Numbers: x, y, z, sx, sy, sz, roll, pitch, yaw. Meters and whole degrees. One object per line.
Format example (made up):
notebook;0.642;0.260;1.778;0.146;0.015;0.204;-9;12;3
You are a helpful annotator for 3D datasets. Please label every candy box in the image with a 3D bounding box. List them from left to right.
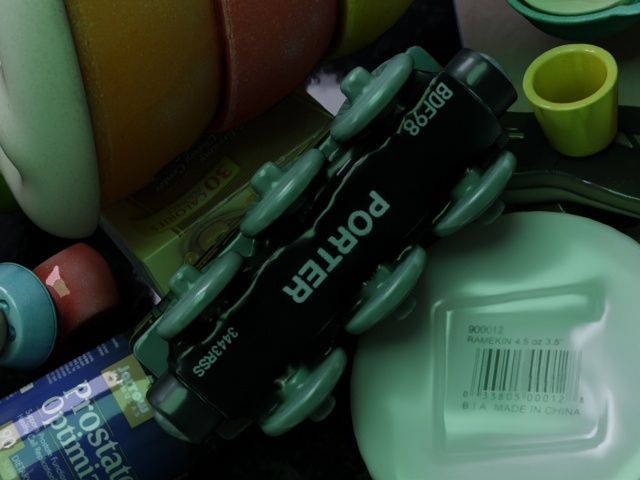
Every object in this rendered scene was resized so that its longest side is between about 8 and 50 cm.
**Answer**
candy box;-0.121;-0.089;1.432;0.183;0.087;0.316;-37;43;-8

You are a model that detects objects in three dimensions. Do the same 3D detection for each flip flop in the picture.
flip flop;0.182;-0.041;1.345;0.277;0.080;0.112;3;41;20

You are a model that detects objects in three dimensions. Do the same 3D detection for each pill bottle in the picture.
pill bottle;-0.155;0.141;1.361;0.219;0.123;0.123;-29;58;-8

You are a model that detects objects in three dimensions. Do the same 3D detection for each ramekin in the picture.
ramekin;0.154;0.114;1.253;0.277;0.135;0.277;-9;64;18

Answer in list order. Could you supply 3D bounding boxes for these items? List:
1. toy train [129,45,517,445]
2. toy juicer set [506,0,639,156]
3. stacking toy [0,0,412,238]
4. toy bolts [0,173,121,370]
toy train;0.000;0.000;1.233;0.142;0.190;0.334;42;85;-9
toy juicer set;0.241;-0.217;1.365;0.209;0.089;0.329;-14;45;8
stacking toy;-0.036;-0.224;1.287;0.480;0.350;0.350;-17;58;-14
toy bolts;-0.303;0.024;1.435;0.228;0.158;0.218;50;121;14
